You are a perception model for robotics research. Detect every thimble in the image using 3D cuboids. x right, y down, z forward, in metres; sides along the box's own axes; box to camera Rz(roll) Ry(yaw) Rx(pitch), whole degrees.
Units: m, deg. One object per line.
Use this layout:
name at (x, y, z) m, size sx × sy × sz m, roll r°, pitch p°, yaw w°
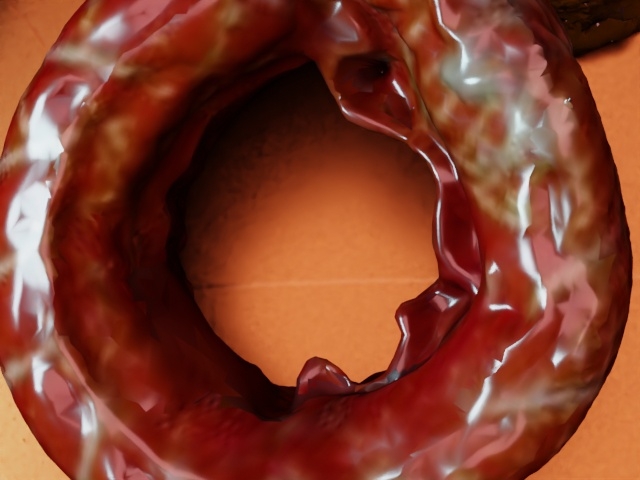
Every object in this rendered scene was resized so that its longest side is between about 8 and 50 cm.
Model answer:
thimble at (0.000, 0.000, 1.010) m, size 0.350 × 0.230 × 0.350 m, roll 1°, pitch 94°, yaw 9°

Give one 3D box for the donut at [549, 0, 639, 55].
donut at (0.132, -0.253, 1.122) m, size 0.272 × 0.107 × 0.272 m, roll -1°, pitch 79°, yaw 4°
